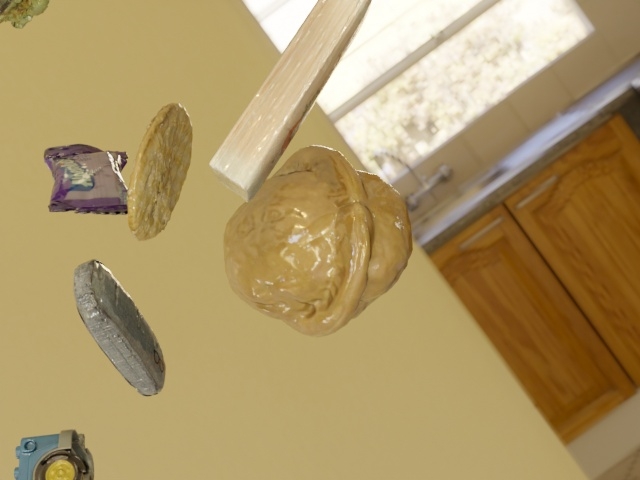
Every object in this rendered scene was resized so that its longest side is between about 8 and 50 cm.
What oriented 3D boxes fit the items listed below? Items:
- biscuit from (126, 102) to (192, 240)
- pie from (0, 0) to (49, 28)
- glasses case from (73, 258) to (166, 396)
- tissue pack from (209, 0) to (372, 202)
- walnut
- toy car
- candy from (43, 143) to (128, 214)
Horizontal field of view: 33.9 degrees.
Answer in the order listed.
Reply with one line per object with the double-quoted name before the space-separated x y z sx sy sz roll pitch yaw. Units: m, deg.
"biscuit" -0.243 -0.103 1.605 0.220 0.033 0.219 15 -90 -80
"pie" -0.507 -0.446 1.686 0.090 0.201 0.248 -17 -15 -43
"glasses case" -0.313 0.142 1.652 0.067 0.282 0.109 -17 45 5
"tissue pack" -0.038 -0.210 1.447 0.325 0.071 0.170 -57 -2 -6
"walnut" 0.001 0.004 2.034 0.384 0.383 0.383 -36 5 4
"toy car" -0.259 0.272 0.974 0.100 0.191 0.097 -7 -31 -1
"candy" -0.376 -0.098 1.720 0.145 0.070 0.275 -1 27 -16
